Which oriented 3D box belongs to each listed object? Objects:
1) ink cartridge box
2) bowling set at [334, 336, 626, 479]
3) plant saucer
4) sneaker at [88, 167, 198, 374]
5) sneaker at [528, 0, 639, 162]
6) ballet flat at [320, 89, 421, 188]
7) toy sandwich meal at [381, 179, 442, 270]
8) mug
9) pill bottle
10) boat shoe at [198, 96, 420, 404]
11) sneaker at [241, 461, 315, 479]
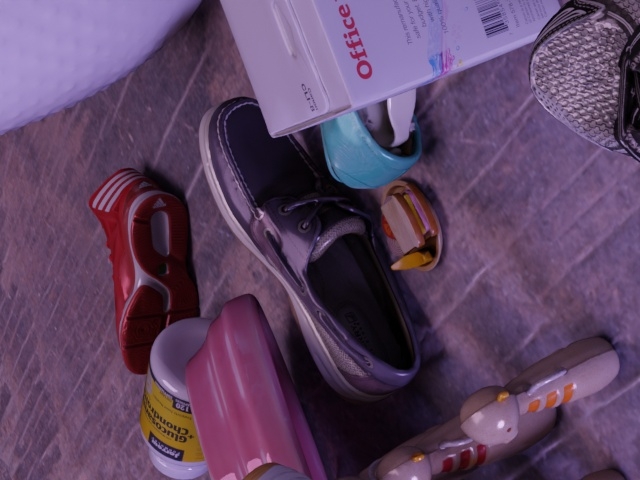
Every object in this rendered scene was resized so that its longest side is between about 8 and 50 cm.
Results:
[{"bbox_3d":[0.041,-0.160,1.133,0.127,0.176,0.128,-15,96,63],"label":"ink cartridge box"},{"bbox_3d":[0.136,0.207,1.258,0.199,0.154,0.287,61,153,13],"label":"bowling set"},{"bbox_3d":[-0.041,0.214,1.518,0.332,0.084,0.332,160,90,-89],"label":"plant saucer"},{"bbox_3d":[-0.191,0.024,1.822,0.128,0.087,0.221,47,135,50],"label":"sneaker"},{"bbox_3d":[0.220,-0.075,0.907,0.343,0.146,0.134,22,128,56],"label":"sneaker"},{"bbox_3d":[0.025,-0.160,1.291,0.087,0.083,0.247,-8,104,37],"label":"ballet flat"},{"bbox_3d":[0.067,-0.010,1.361,0.085,0.029,0.085,41,143,42],"label":"toy sandwich meal"},{"bbox_3d":[-0.298,-0.236,1.529,0.374,0.328,0.276,-3,107,62],"label":"mug"},{"bbox_3d":[-0.133,0.170,1.778,0.103,0.103,0.184,53,149,27],"label":"pill bottle"},{"bbox_3d":[0.000,0.000,1.421,0.092,0.103,0.285,-30,87,58],"label":"boat shoe"},{"bbox_3d":[0.034,0.293,1.286,0.131,0.112,0.296,11,144,44],"label":"sneaker"}]
